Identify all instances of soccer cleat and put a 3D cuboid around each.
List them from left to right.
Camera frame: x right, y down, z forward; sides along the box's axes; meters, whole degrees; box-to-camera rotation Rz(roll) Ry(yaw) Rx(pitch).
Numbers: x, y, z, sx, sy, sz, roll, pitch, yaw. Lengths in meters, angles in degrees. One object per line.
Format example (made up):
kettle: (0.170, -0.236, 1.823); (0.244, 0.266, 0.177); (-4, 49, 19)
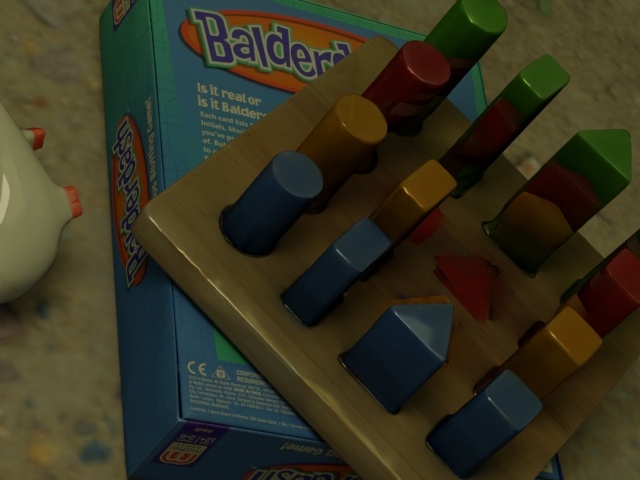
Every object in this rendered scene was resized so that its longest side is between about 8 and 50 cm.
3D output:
soccer cleat: (-0.157, -0.063, 0.688); (0.076, 0.068, 0.196); (-22, 74, -40)

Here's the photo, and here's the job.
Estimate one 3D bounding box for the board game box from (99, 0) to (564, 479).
board game box: (0.000, 0.000, 0.758); (0.160, 0.047, 0.210); (13, 51, -26)

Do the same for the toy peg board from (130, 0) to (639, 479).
toy peg board: (0.049, -0.003, 0.702); (0.161, 0.079, 0.160); (46, 44, 4)
